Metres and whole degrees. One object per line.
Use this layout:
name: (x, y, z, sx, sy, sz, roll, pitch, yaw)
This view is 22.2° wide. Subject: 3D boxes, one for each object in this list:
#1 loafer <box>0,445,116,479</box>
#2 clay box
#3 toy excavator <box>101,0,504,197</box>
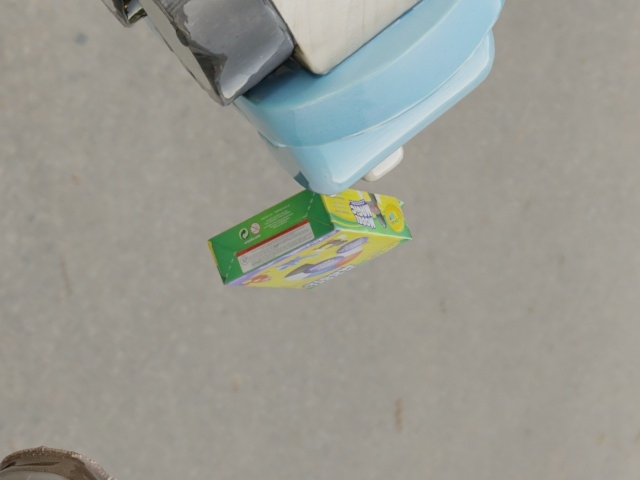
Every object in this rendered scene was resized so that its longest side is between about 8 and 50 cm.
loafer: (-0.179, 0.253, 1.249, 0.366, 0.134, 0.130, 83, 14, -51)
clay box: (0.000, 0.000, 1.582, 0.127, 0.053, 0.222, -27, 166, 22)
toy excavator: (-0.001, -0.135, 1.170, 0.222, 0.433, 0.445, -37, 129, -7)
